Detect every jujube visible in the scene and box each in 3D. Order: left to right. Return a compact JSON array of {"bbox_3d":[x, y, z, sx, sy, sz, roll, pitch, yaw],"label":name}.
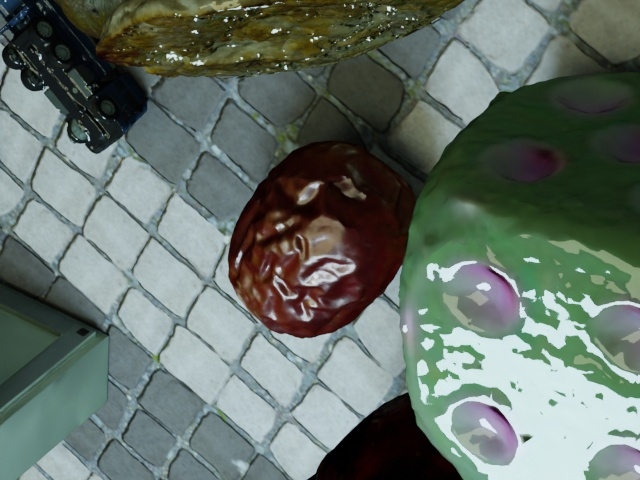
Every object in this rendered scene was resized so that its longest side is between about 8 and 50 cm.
[{"bbox_3d":[0.000,0.000,1.970,0.174,0.174,0.250,41,145,7],"label":"jujube"}]

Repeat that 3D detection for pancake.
[{"bbox_3d":[-0.035,-0.204,1.761,0.356,0.356,0.065,-12,80,41],"label":"pancake"}]

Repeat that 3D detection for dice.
[{"bbox_3d":[0.269,0.051,1.692,0.330,0.318,0.322,13,124,28],"label":"dice"}]

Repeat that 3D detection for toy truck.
[{"bbox_3d":[-0.280,-0.196,2.097,0.201,0.088,0.074,50,132,-7],"label":"toy truck"}]

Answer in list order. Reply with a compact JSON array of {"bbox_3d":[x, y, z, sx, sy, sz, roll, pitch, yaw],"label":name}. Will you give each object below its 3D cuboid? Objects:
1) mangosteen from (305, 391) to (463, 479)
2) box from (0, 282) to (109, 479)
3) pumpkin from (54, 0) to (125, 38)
[{"bbox_3d":[0.159,0.346,1.952,0.381,0.381,0.421,-8,140,39],"label":"mangosteen"},{"bbox_3d":[-0.418,0.167,2.337,0.225,0.225,0.117,24,129,22],"label":"box"},{"bbox_3d":[-0.192,-0.314,1.884,0.260,0.189,0.260,17,127,25],"label":"pumpkin"}]
